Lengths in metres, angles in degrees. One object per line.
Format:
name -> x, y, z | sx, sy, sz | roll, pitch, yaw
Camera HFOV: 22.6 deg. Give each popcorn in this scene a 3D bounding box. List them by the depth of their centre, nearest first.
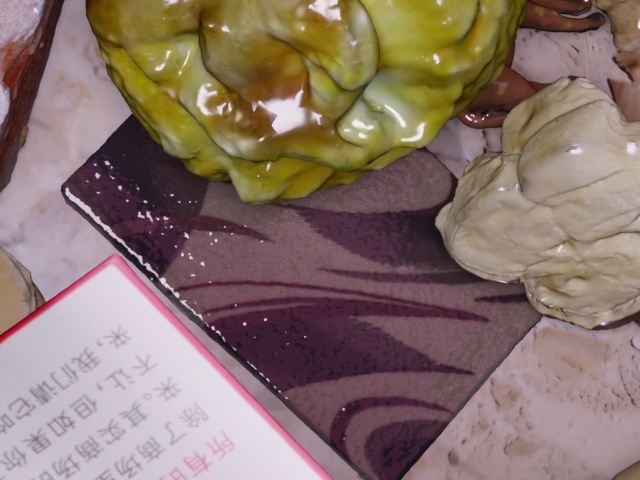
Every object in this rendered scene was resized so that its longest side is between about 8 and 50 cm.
popcorn -> -0.019, -0.154, 1.058 | 0.247, 0.282, 0.282 | -23, 89, -50

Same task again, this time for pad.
pad -> 0.000, 0.000, 1.177 | 0.330, 0.004, 0.220 | 43, 77, -5

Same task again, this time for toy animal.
toy animal -> 0.105, -0.194, 1.191 | 0.230, 0.066, 0.224 | 9, 78, -16

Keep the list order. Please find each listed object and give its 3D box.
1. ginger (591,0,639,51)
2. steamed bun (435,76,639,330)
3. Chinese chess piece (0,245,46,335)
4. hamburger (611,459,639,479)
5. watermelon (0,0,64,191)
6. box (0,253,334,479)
ginger -> 0.241, -0.246, 1.182 | 0.270, 0.123, 0.218 | 1, 86, -29
steamed bun -> 0.191, -0.037, 1.140 | 0.178, 0.192, 0.106 | 22, 49, -17
Chinese chess piece -> -0.286, 0.091, 0.984 | 0.257, 0.257, 0.104 | -15, 127, -14
hamburger -> 0.293, 0.267, 1.096 | 0.302, 0.170, 0.302 | 18, 44, -18
watermelon -> -0.233, -0.120, 1.015 | 0.262, 0.213, 0.201 | -26, 98, 2
box -> -0.117, 0.251, 0.804 | 0.314, 0.300, 0.312 | -37, 66, -22
